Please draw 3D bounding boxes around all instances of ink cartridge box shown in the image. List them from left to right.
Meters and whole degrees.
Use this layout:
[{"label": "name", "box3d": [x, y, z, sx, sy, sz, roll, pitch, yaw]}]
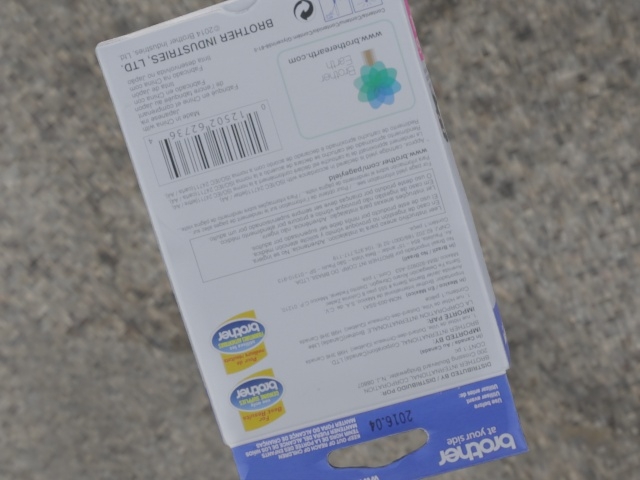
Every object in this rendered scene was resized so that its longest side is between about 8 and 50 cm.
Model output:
[{"label": "ink cartridge box", "box3d": [0.000, 0.000, 0.941, 0.185, 0.065, 0.311, -16, 95, 9]}]
